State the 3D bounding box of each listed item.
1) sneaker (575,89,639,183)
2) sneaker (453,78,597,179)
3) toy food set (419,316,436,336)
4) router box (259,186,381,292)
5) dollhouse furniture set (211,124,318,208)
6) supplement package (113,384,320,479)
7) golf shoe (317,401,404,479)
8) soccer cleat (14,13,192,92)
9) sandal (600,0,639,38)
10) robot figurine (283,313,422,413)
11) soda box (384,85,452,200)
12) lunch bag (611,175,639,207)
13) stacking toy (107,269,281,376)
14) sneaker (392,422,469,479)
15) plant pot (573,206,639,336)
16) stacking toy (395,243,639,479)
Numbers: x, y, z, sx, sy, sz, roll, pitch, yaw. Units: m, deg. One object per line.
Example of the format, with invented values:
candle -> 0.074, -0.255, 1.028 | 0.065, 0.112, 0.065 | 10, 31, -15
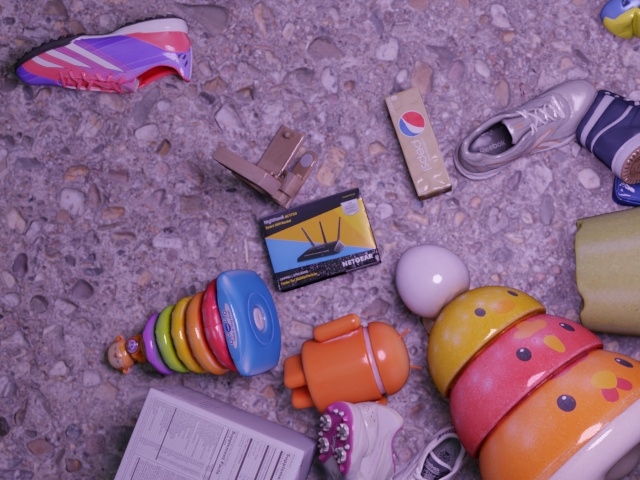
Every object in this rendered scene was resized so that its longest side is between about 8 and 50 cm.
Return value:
sneaker -> 0.548, -0.200, 1.710 | 0.282, 0.099, 0.153 | -25, 43, -20
sneaker -> 0.343, -0.185, 1.724 | 0.262, 0.121, 0.099 | -31, 81, 3
toy food set -> 0.209, 0.129, 1.756 | 0.083, 0.020, 0.083 | 11, 85, 8
router box -> 0.000, 0.000, 1.785 | 0.178, 0.046, 0.133 | -17, 81, 5
dollhouse furniture set -> -0.079, -0.143, 1.736 | 0.144, 0.151, 0.123 | 31, 87, 34
supplement package -> -0.165, 0.371, 1.685 | 0.262, 0.199, 0.198 | 21, 87, 9
golf shoe -> 0.063, 0.402, 1.691 | 0.140, 0.115, 0.306 | -3, 110, -33
soccer cleat -> -0.380, -0.305, 1.843 | 0.318, 0.108, 0.117 | -12, 86, 3
sandal -> 0.588, -0.450, 1.732 | 0.317, 0.126, 0.138 | -32, 77, -6
robot figurine -> 0.051, 0.208, 1.715 | 0.219, 0.128, 0.158 | -17, 77, 6
soda box -> 0.166, -0.162, 1.777 | 0.061, 0.058, 0.181 | -19, 81, 5
lunch bag -> 0.530, -0.089, 1.717 | 0.098, 0.065, 0.067 | 8, 85, 9
stacking toy -> -0.233, 0.163, 1.761 | 0.301, 0.165, 0.175 | -15, 85, 20
sneaker -> 0.160, 0.394, 1.695 | 0.090, 0.095, 0.235 | 34, 91, 8
plant pot -> 0.528, 0.047, 1.623 | 0.253, 0.276, 0.276 | -4, 83, 19
stacking toy -> 0.276, 0.191, 1.616 | 0.350, 0.350, 0.480 | -43, 68, 1
